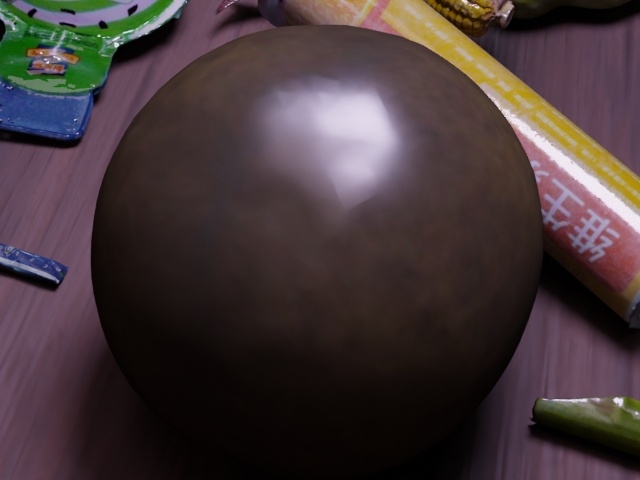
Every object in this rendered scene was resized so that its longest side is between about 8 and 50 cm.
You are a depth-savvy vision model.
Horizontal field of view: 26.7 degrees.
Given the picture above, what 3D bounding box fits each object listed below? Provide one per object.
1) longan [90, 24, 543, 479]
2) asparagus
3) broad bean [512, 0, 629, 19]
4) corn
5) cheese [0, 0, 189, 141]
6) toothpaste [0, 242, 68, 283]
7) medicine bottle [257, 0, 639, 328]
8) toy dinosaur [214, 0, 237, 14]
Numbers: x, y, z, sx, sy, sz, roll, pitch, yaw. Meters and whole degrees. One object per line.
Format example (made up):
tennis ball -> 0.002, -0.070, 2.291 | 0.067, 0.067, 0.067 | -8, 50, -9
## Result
longan -> 0.000, 0.000, 0.907 | 0.319, 0.319, 0.319 | 1, 45, -1
asparagus -> 0.236, 0.136, 0.940 | 0.178, 0.045, 0.041 | 17, 13, 15
broad bean -> 0.247, -0.328, 1.343 | 0.238, 0.119, 0.291 | 36, 59, 11
corn -> 0.081, -0.263, 1.231 | 0.238, 0.080, 0.080 | 40, 55, 21
cheese -> -0.225, -0.222, 1.255 | 0.204, 0.083, 0.320 | 10, 54, 2
toothpaste -> -0.239, 0.016, 1.062 | 0.083, 0.019, 0.027 | 16, 29, 9
medicine bottle -> 0.127, -0.104, 1.095 | 0.108, 0.108, 0.426 | -32, 62, -30
toy dinosaur -> -0.012, -0.244, 1.324 | 0.220, 0.032, 0.108 | -20, 44, -35
